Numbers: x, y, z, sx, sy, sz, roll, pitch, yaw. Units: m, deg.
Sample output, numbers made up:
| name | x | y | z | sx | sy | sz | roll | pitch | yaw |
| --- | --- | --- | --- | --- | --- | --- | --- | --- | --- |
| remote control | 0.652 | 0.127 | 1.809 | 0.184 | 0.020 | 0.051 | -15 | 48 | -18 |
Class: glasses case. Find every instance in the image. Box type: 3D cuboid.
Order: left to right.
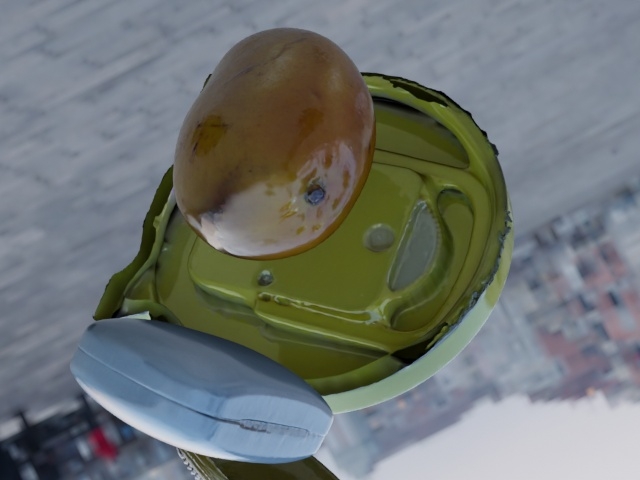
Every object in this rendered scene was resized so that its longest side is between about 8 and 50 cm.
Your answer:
| name | x | y | z | sx | sy | sz | roll | pitch | yaw |
| --- | --- | --- | --- | --- | --- | --- | --- | --- | --- |
| glasses case | -0.046 | 0.065 | 0.771 | 0.045 | 0.067 | 0.178 | -63 | 160 | 0 |

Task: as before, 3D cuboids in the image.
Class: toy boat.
| name | x | y | z | sx | sy | sz | roll | pitch | yaw |
| --- | --- | --- | --- | --- | --- | --- | --- | --- | --- |
| toy boat | -0.014 | 0.131 | 0.887 | 0.047 | 0.149 | 0.049 | -41 | 155 | -27 |

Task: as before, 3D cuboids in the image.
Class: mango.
| name | x | y | z | sx | sy | sz | roll | pitch | yaw |
| --- | --- | --- | --- | --- | --- | --- | --- | --- | --- |
| mango | -0.033 | -0.076 | 1.245 | 0.145 | 0.112 | 0.219 | -24 | -144 | 17 |

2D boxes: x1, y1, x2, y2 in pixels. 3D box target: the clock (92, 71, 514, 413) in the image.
| name | x | y | z | sx | sy | sz | roll | pitch | yaw |
| --- | --- | --- | --- | --- | --- | --- | --- | --- | --- |
| clock | 0.003 | 0.003 | 1.348 | 0.277 | 0.293 | 0.071 | -61 | 151 | -21 |
